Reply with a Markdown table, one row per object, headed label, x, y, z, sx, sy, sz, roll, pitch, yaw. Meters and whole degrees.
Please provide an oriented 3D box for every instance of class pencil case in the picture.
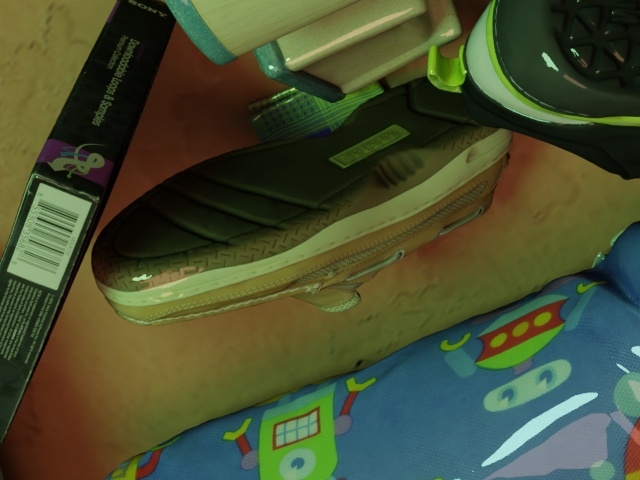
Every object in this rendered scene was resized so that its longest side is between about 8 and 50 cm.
| label | x | y | z | sx | sy | sz | roll | pitch | yaw |
| --- | --- | --- | --- | --- | --- | --- | --- | --- | --- |
| pencil case | 0.050 | 0.094 | 0.825 | 0.306 | 0.133 | 0.119 | -27 | 139 | 19 |

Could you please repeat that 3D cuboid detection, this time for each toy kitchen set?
| label | x | y | z | sx | sy | sz | roll | pitch | yaw |
| --- | --- | --- | --- | --- | --- | --- | --- | --- | --- |
| toy kitchen set | -0.054 | -0.154 | 0.716 | 0.122 | 0.166 | 0.207 | -23 | 81 | 15 |

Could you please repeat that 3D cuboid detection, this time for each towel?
| label | x | y | z | sx | sy | sz | roll | pitch | yaw |
| --- | --- | --- | --- | --- | --- | --- | --- | --- | --- |
| towel | 0.012 | -0.031 | 0.815 | 0.060 | 0.009 | 0.083 | -20 | 118 | 15 |

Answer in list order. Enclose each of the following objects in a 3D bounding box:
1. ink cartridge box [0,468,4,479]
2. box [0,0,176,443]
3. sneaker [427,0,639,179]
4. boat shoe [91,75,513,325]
| label | x | y | z | sx | sy | sz | roll | pitch | yaw |
| --- | --- | --- | --- | --- | --- | --- | --- | --- | --- |
| ink cartridge box | -0.279 | 0.211 | 0.872 | 0.308 | 0.091 | 0.385 | -10 | 111 | 3 |
| box | -0.097 | -0.014 | 0.742 | 0.029 | 0.162 | 0.116 | 21 | 121 | -7 |
| sneaker | 0.156 | -0.064 | 0.758 | 0.235 | 0.084 | 0.097 | 10 | 162 | -18 |
| boat shoe | 0.000 | 0.000 | 0.756 | 0.190 | 0.068 | 0.072 | -22 | 130 | -25 |
